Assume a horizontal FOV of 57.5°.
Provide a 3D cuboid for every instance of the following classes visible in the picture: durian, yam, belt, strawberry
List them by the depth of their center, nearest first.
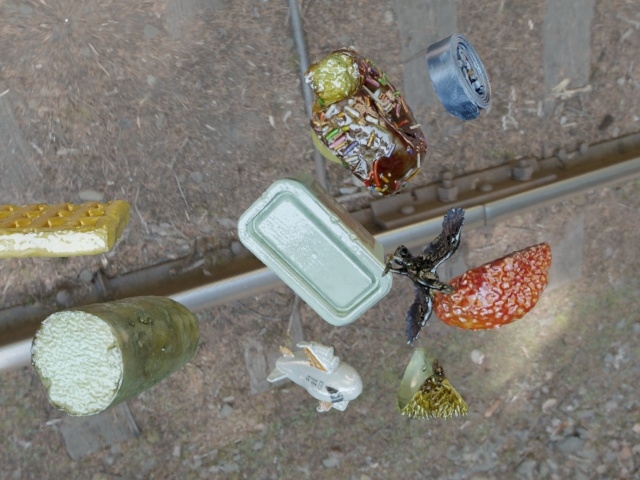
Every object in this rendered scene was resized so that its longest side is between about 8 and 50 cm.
[{"bbox_3d":[-0.213,0.117,0.647,0.108,0.194,0.107,0,90,12],"label":"yam"},{"bbox_3d":[0.289,0.088,0.966,0.236,0.175,0.106,-24,80,10],"label":"strawberry"},{"bbox_3d":[0.222,0.305,1.221,0.145,0.252,0.139,-10,87,6],"label":"durian"},{"bbox_3d":[0.314,-0.368,1.327,0.190,0.082,0.141,55,47,-20],"label":"belt"}]

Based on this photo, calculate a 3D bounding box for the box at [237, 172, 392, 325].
[{"bbox_3d":[0.000,0.000,1.225,0.312,0.182,0.175,44,111,-8],"label":"box"}]

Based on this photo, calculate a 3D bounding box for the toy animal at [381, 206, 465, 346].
[{"bbox_3d":[0.142,0.046,0.823,0.062,0.108,0.220,-22,130,-57],"label":"toy animal"}]

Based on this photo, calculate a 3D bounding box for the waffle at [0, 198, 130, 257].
[{"bbox_3d":[-0.475,-0.022,1.025,0.248,0.221,0.055,-2,106,-8],"label":"waffle"}]

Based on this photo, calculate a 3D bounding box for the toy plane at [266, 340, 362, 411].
[{"bbox_3d":[-0.011,0.336,1.435,0.117,0.245,0.244,-46,126,-39],"label":"toy plane"}]

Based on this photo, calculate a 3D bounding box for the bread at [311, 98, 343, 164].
[{"bbox_3d":[0.044,-0.200,1.050,0.125,0.086,0.156,-32,80,-17],"label":"bread"}]

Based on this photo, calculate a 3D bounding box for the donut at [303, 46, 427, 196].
[{"bbox_3d":[0.073,-0.171,0.837,0.096,0.230,0.216,-37,115,24],"label":"donut"}]
